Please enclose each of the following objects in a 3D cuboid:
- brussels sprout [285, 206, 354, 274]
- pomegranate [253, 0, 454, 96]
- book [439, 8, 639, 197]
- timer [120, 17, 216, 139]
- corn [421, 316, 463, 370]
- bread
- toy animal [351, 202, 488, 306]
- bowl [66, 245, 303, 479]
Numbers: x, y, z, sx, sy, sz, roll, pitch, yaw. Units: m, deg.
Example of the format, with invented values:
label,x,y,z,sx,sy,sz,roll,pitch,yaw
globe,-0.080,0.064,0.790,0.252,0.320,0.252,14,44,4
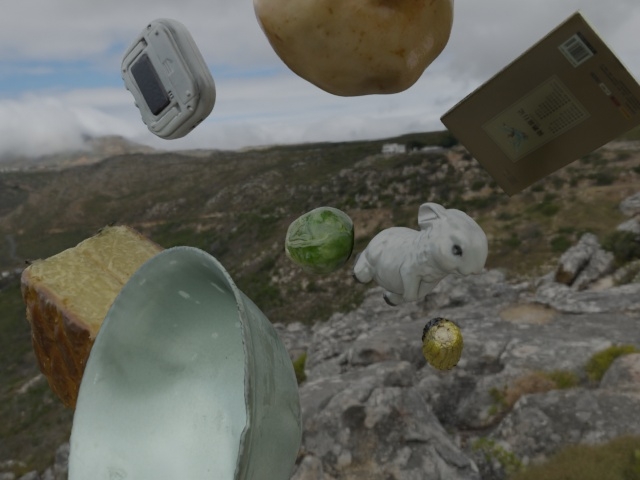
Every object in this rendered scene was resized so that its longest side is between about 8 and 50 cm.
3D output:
label,x,y,z,sx,sy,sz,roll,pitch,yaw
brussels sprout,-0.001,-0.003,1.151,0.155,0.155,0.117,-2,-26,20
pomegranate,0.069,-0.476,1.080,0.412,0.411,0.411,-5,8,1
book,0.390,-0.223,0.994,0.310,0.217,0.021,-35,13,49
timer,-0.380,-0.390,1.375,0.237,0.262,0.087,-28,-2,36
corn,0.205,0.175,0.940,0.072,0.072,0.203,-4,-20,10
bread,-0.301,0.165,0.887,0.279,0.279,0.207,33,40,23
toy animal,0.257,0.025,1.387,0.194,0.257,0.357,26,-35,-25
bowl,-0.106,0.174,0.526,0.146,0.313,0.313,21,-11,-39
